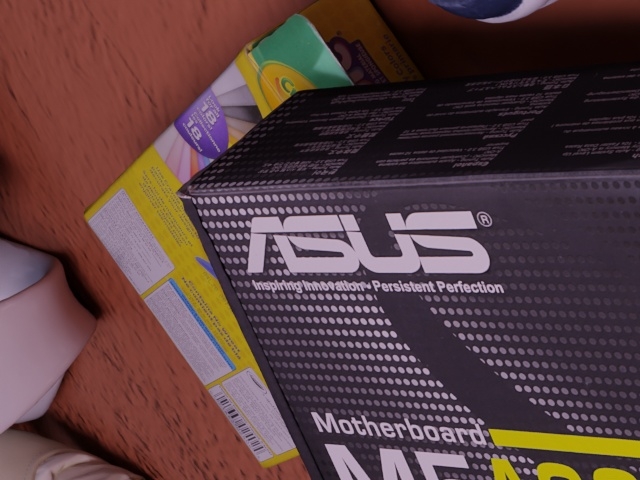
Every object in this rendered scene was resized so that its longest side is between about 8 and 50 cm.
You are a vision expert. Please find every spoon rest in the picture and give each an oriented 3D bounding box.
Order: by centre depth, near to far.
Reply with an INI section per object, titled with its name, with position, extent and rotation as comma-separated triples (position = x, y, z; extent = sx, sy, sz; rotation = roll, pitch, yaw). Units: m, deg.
[spoon rest]
position = -0.173, 0.045, 0.960
extent = 0.137, 0.084, 0.276
rotation = 61, 166, -12

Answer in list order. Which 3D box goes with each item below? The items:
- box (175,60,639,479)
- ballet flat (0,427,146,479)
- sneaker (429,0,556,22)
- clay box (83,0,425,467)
[box]
position = 0.113, 0.060, 0.456
extent = 0.270, 0.060, 0.216
rotation = 0, 123, 42
[ballet flat]
position = -0.096, 0.175, 0.985
extent = 0.248, 0.086, 0.086
rotation = 45, 152, 13
[sneaker]
position = -0.040, -0.152, 0.411
extent = 0.099, 0.153, 0.282
rotation = 12, 132, 53
[clay box]
position = 0.000, 0.000, 0.637
extent = 0.127, 0.053, 0.222
rotation = 54, 152, -1
